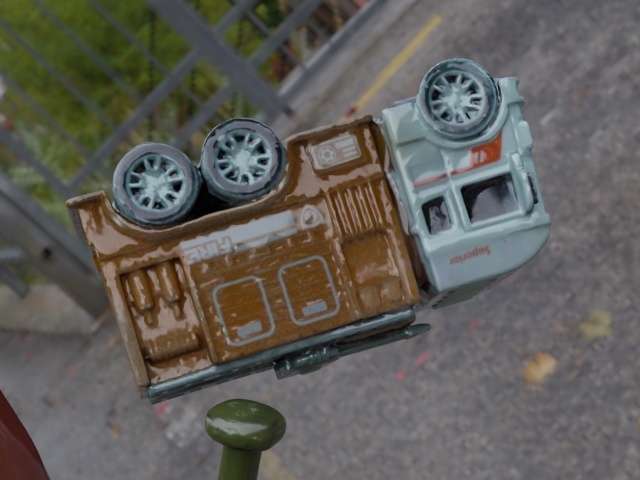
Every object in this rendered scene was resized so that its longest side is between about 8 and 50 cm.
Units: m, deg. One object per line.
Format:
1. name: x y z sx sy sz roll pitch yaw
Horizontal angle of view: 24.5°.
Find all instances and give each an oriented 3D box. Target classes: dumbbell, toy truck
1. dumbbell: -0.053 0.157 0.908 0.052 0.046 0.118 -22 -55 -62
2. toy truck: 0.000 0.000 0.970 0.305 0.162 0.136 -17 -8 -9

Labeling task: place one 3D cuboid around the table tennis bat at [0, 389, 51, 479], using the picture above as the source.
1. table tennis bat: -0.181 -0.003 0.574 0.051 0.414 0.268 -24 9 2
